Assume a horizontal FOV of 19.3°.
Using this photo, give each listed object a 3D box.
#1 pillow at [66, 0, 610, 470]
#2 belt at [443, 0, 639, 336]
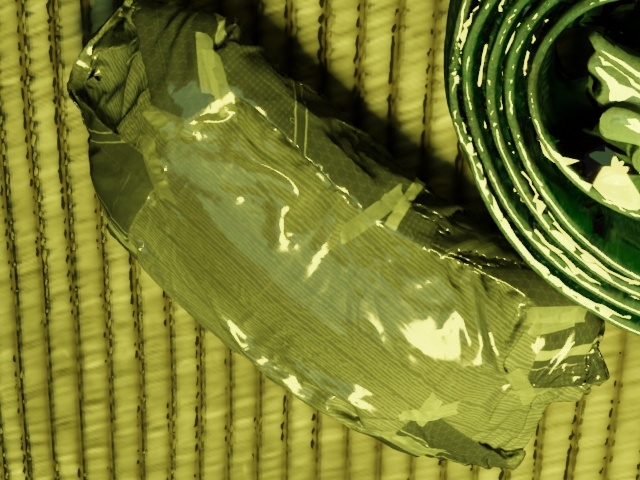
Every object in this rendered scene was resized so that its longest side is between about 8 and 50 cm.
[{"bbox_3d":[0.000,0.000,1.025,0.335,0.092,0.161,37,120,-2],"label":"pillow"},{"bbox_3d":[0.168,-0.074,0.898,0.206,0.116,0.267,-35,109,32],"label":"belt"}]
